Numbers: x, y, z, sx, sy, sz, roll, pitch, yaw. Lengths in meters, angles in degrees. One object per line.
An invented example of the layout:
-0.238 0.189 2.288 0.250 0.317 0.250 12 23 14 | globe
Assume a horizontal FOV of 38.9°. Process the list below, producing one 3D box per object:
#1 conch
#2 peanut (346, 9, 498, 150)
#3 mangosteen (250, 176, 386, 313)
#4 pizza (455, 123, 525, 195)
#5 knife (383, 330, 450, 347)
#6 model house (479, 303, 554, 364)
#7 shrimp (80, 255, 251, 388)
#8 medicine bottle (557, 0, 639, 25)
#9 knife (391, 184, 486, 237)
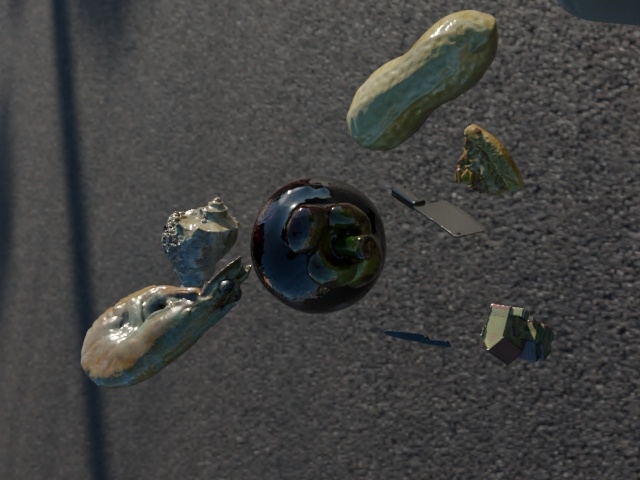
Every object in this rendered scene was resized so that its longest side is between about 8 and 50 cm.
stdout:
-0.259 0.015 1.922 0.163 0.178 0.245 21 105 12 | conch
0.151 -0.235 1.328 0.274 0.111 0.125 -35 21 31 | peanut
-0.011 0.006 1.887 0.297 0.313 0.296 -3 81 19 | mangosteen
0.356 -0.165 2.017 0.161 0.062 0.182 -32 85 50 | pizza
0.241 0.243 2.257 0.010 0.170 0.023 58 -138 -80 | knife
0.227 0.115 1.051 0.057 0.083 0.058 6 70 36 | model house
-0.249 0.117 1.454 0.317 0.077 0.168 -35 52 -2 | shrimp
0.351 -0.346 0.941 0.282 0.375 0.122 9 80 24 | medicine bottle
0.209 -0.056 1.627 0.245 0.072 0.019 -138 41 -56 | knife
